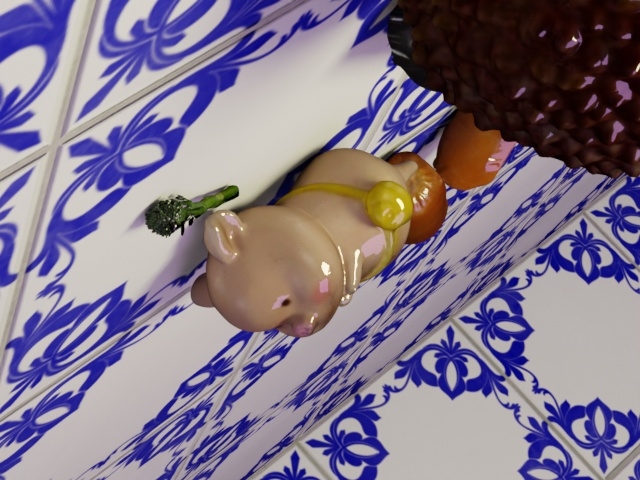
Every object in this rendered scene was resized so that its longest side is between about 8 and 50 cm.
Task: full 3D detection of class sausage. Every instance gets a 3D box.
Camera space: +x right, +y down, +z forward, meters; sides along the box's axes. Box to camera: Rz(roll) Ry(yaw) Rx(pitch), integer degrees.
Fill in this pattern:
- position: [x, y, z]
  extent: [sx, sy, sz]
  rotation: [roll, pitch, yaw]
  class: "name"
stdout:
- position: [0.109, -0.042, 1.840]
  extent: [0.089, 0.083, 0.300]
  rotation: [-55, 170, -1]
  class: "sausage"
- position: [0.205, -0.138, 1.815]
  extent: [0.179, 0.089, 0.089]
  rotation: [-56, 166, 13]
  class: "sausage"

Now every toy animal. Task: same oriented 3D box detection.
- position: [0.000, -0.003, 1.481]
  extent: [0.248, 0.149, 0.165]
  rotation: [-29, 150, -26]
  class: "toy animal"

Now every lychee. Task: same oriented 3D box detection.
- position: [0.212, -0.195, 1.104]
  extent: [0.306, 0.306, 0.330]
  rotation: [-44, 162, 8]
  class: "lychee"

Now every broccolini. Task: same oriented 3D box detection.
- position: [-0.107, -0.033, 1.314]
  extent: [0.140, 0.030, 0.035]
  rotation: [-31, 129, -61]
  class: "broccolini"

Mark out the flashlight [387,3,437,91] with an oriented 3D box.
- position: [0.179, -0.205, 1.471]
  extent: [0.103, 0.103, 0.424]
  rotation: [-48, 169, 22]
  class: "flashlight"
